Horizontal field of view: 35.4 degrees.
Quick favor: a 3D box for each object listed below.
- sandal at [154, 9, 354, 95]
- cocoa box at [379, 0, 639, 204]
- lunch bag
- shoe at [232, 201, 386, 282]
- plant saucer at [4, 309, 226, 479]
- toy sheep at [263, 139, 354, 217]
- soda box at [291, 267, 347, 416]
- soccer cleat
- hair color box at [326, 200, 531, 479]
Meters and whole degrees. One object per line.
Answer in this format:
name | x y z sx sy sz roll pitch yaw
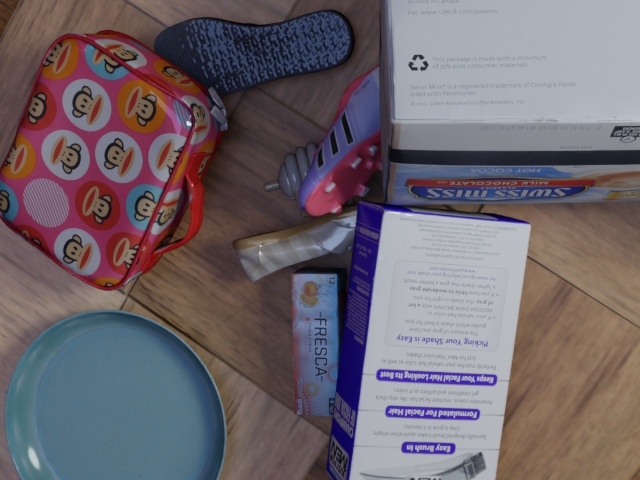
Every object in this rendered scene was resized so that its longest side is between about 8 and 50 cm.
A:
sandal | -0.082 -0.235 1.258 0.254 0.054 0.097 -1 105 10
cocoa box | 0.234 -0.178 1.037 0.347 0.228 0.231 -1 72 2
lunch bag | -0.253 -0.091 1.255 0.258 0.120 0.293 34 112 9
shoe | 0.000 0.000 1.242 0.219 0.076 0.058 -15 87 14
plant saucer | -0.271 0.247 1.347 0.317 0.043 0.318 1 96 13
toy sheep | -0.006 -0.079 1.234 0.132 0.091 0.091 -13 92 -2
soda box | 0.000 0.126 1.265 0.063 0.058 0.183 1 96 13
soccer cleat | 0.044 -0.131 1.185 0.095 0.083 0.248 32 72 24
hair color box | 0.123 0.132 1.180 0.185 0.110 0.339 5 95 -16
